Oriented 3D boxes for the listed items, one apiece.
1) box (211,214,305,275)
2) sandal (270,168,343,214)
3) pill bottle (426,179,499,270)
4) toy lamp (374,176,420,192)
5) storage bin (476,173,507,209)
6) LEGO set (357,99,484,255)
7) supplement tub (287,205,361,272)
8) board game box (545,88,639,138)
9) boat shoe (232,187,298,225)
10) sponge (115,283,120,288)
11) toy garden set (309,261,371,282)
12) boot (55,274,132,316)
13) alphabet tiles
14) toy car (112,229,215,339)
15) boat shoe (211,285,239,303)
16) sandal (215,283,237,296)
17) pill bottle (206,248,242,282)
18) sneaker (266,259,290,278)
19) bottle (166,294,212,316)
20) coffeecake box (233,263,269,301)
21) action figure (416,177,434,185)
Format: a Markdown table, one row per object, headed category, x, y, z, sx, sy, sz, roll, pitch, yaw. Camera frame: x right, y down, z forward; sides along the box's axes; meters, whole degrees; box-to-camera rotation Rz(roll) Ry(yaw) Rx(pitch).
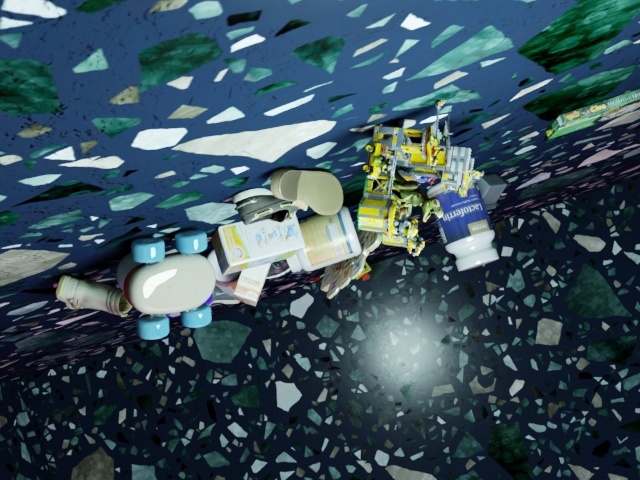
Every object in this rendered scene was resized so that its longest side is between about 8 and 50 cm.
| category | x | y | z | sx | sy | sz | roll | pitch | yaw |
| --- | --- | --- | --- | --- | --- | --- | --- | --- | --- |
| box | -0.159 | 0.005 | 1.717 | 0.203 | 0.103 | 0.114 | -14 | 171 | -23 |
| sandal | -0.044 | -0.109 | 1.405 | 0.079 | 0.088 | 0.240 | 14 | -178 | 32 |
| pill bottle | 0.428 | -0.051 | 2.033 | 0.153 | 0.265 | 0.153 | -18 | 172 | -3 |
| toy lamp | 0.196 | -0.136 | 1.636 | 0.080 | 0.080 | 0.274 | -15 | 171 | -21 |
| storage bin | 0.516 | -0.162 | 2.151 | 0.135 | 0.098 | 0.091 | -9 | 140 | -44 |
| LEGO set | 0.206 | -0.094 | 1.306 | 0.192 | 0.255 | 0.331 | 8 | 167 | 18 |
| supplement tub | 0.000 | 0.000 | 1.876 | 0.199 | 0.145 | 0.144 | -18 | 172 | 3 |
| board game box | 0.698 | -0.318 | 1.684 | 0.259 | 0.030 | 0.136 | -18 | 174 | 0 |
| boat shoe | -0.097 | -0.071 | 1.473 | 0.081 | 0.069 | 0.227 | -24 | 170 | 37 |
| sponge | -0.478 | 0.113 | 1.998 | 0.117 | 0.031 | 0.210 | -24 | 170 | 39 |
| toy garden set | 0.031 | 0.053 | 2.149 | 0.244 | 0.204 | 0.049 | -13 | 147 | -35 |
| boot | -0.543 | 0.144 | 1.690 | 0.164 | 0.077 | 0.213 | 13 | 166 | 0 |
| alphabet tiles | 0.094 | 0.033 | 1.975 | 0.021 | 0.278 | 0.284 | 31 | 132 | -16 |
| toy car | -0.386 | 0.081 | 1.601 | 0.210 | 0.219 | 0.237 | -12 | -161 | -37 |
| boat shoe | -0.387 | 0.165 | 2.422 | 0.319 | 0.116 | 0.099 | 7 | 112 | -55 |
| sandal | -0.304 | 0.112 | 2.250 | 0.101 | 0.076 | 0.265 | -22 | 150 | 18 |
| pill bottle | -0.270 | 0.078 | 1.955 | 0.103 | 0.103 | 0.184 | -17 | 172 | -8 |
| sneaker | -0.085 | 0.017 | 2.038 | 0.283 | 0.107 | 0.124 | -25 | 162 | 0 |
| bottle | -0.465 | 0.184 | 2.183 | 0.282 | 0.118 | 0.092 | -17 | 174 | 39 |
| coffeecake box | -0.175 | 0.077 | 1.863 | 0.068 | 0.186 | 0.142 | 20 | 168 | -3 |
| action figure | 0.292 | -0.166 | 1.821 | 0.115 | 0.030 | 0.038 | -23 | 165 | 21 |
